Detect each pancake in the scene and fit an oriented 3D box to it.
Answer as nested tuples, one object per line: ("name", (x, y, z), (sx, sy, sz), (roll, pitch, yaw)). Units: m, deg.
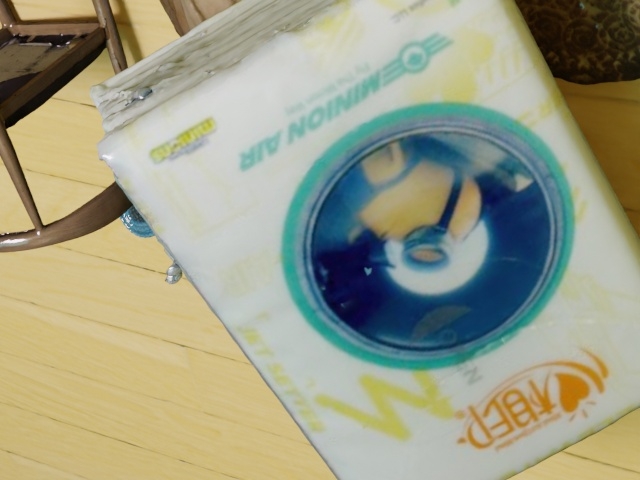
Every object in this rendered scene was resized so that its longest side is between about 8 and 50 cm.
("pancake", (0.170, -0.185, 0.990), (0.199, 0.021, 0.199), (21, 138, 20))

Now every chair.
("chair", (-0.268, -0.141, 1.235), (0.166, 0.188, 0.272), (6, 129, 38))

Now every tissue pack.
("tissue pack", (0.058, -0.008, 1.033), (0.287, 0.162, 0.388), (-30, 118, 9))

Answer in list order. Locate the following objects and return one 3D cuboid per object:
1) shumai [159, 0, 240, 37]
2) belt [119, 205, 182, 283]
("shumai", (-0.059, -0.156, 1.114), (0.201, 0.120, 0.201), (20, 140, 17))
("belt", (-0.111, -0.040, 1.313), (0.100, 0.065, 0.179), (52, 141, -2))
